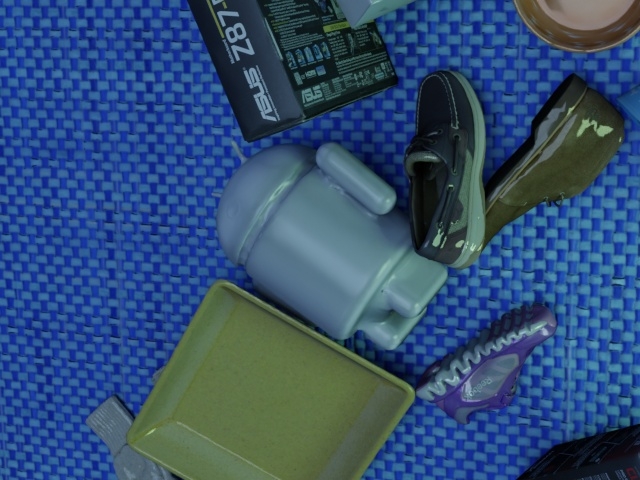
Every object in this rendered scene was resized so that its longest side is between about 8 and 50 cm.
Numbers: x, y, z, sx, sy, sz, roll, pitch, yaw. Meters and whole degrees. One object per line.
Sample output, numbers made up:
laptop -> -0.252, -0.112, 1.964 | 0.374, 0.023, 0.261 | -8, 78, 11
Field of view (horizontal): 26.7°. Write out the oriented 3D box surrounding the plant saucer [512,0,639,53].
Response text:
plant saucer -> 0.349, -0.347, 1.771 | 0.200, 0.037, 0.200 | 5, 105, 19

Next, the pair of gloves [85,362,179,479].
pair of gloves -> -0.244, 0.312, 2.133 | 0.240, 0.042, 0.204 | -32, 91, 24

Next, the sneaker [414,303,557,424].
sneaker -> 0.249, 0.181, 1.907 | 0.236, 0.095, 0.104 | -38, 95, 28

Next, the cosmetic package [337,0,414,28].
cosmetic package -> 0.081, -0.493, 1.695 | 0.284, 0.097, 0.377 | -26, 85, -21

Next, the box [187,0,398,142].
box -> -0.045, -0.310, 1.724 | 0.097, 0.395, 0.318 | -18, 97, 23

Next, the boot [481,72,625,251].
boot -> 0.291, -0.071, 1.826 | 0.115, 0.112, 0.305 | 35, 112, -6

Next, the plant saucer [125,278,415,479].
plant saucer -> -0.074, 0.247, 2.006 | 0.333, 0.081, 0.333 | 30, 114, -2

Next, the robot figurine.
robot figurine -> 0.000, 0.000, 1.887 | 0.353, 0.200, 0.300 | 36, 128, 8

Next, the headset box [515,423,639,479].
headset box -> 0.429, 0.365, 1.799 | 0.218, 0.110, 0.293 | 59, 145, -2

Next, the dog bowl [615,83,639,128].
dog bowl -> 0.503, -0.096, 1.715 | 0.074, 0.166, 0.297 | -43, 86, 11

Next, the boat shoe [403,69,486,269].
boat shoe -> 0.158, -0.103, 1.804 | 0.103, 0.092, 0.285 | -24, 61, 51
